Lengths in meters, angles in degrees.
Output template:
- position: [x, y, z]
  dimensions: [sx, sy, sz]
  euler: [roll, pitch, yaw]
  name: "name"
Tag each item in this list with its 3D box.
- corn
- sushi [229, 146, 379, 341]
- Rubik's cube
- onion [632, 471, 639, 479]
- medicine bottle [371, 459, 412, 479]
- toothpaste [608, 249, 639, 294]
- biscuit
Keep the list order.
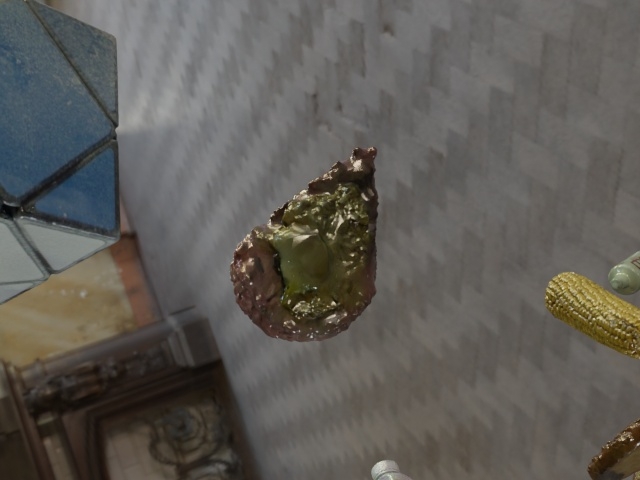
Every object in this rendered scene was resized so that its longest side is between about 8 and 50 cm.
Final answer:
- position: [0.514, 0.140, 1.628]
  dimensions: [0.293, 0.106, 0.106]
  euler: [-136, 34, -65]
  name: "corn"
- position: [0.011, 0.017, 1.044]
  dimensions: [0.161, 0.241, 0.107]
  euler: [50, 167, 3]
  name: "sushi"
- position: [-0.305, -0.078, 0.730]
  dimensions: [0.207, 0.205, 0.205]
  euler: [-24, 62, 34]
  name: "Rubik's cube"
- position: [0.660, 0.484, 1.719]
  dimensions: [0.117, 0.118, 0.119]
  euler: [-85, -11, -64]
  name: "onion"
- position: [0.129, 0.450, 1.568]
  dimensions: [0.074, 0.055, 0.118]
  euler: [-61, 25, 26]
  name: "medicine bottle"
- position: [0.412, 0.032, 1.111]
  dimensions: [0.060, 0.233, 0.038]
  euler: [44, 123, 24]
  name: "toothpaste"
- position: [0.529, 0.263, 1.299]
  dimensions: [0.040, 0.317, 0.318]
  euler: [59, 154, 28]
  name: "biscuit"
